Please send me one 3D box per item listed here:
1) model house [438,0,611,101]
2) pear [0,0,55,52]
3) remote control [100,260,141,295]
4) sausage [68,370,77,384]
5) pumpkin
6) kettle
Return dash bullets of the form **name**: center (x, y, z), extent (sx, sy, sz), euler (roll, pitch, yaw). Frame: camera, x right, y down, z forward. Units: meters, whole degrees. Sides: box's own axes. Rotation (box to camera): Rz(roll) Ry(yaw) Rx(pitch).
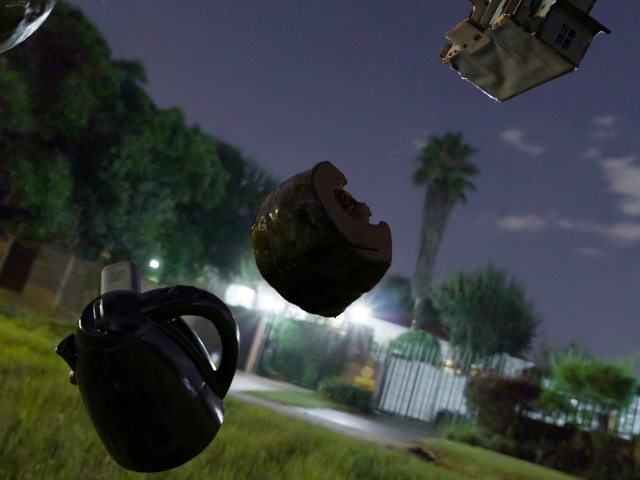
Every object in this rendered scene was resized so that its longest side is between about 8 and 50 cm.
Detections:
- **model house**: center (0.307, -0.347, 1.135), extent (0.178, 0.206, 0.271), euler (33, -8, -8)
- **pear**: center (-0.562, -0.389, 1.035), extent (0.413, 0.352, 0.352), euler (8, -15, 15)
- **remote control**: center (-0.432, 0.122, 1.671), extent (0.090, 0.038, 0.309), euler (-13, 26, -10)
- **sausage**: center (-0.470, 0.273, 1.579), extent (0.035, 0.030, 0.147), euler (-1, -4, 8)
- **pumpkin**: center (0.000, 0.000, 1.660), extent (0.303, 0.225, 0.256), euler (45, 32, 5)
- **kettle**: center (-0.257, 0.189, 1.226), extent (0.268, 0.207, 0.290), euler (-18, -51, -9)
